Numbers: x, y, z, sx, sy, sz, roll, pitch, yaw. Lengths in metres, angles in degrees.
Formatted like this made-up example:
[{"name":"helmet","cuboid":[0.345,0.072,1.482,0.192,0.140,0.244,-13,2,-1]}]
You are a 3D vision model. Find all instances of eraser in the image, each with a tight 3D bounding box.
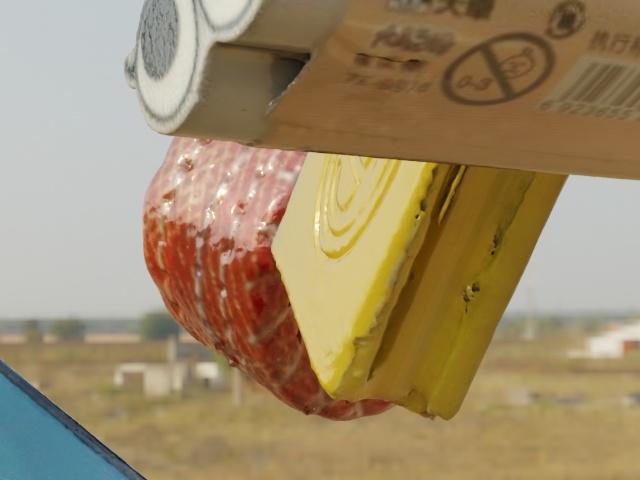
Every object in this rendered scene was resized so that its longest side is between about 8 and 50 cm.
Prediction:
[{"name":"eraser","cuboid":[0.075,-0.095,0.877,0.290,0.087,0.171,3,-33,-28]}]

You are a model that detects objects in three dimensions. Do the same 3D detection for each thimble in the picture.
[{"name":"thimble","cuboid":[0.000,0.000,2.002,0.350,0.350,0.230,2,19,-39]}]

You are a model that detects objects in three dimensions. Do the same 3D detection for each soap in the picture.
[{"name":"soap","cuboid":[0.076,-0.064,1.258,0.096,0.324,0.204,9,31,-23]}]

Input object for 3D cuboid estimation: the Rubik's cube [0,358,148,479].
[{"name":"Rubik's cube","cuboid":[-0.303,0.291,1.705,0.259,0.260,0.255,34,-27,17]}]
